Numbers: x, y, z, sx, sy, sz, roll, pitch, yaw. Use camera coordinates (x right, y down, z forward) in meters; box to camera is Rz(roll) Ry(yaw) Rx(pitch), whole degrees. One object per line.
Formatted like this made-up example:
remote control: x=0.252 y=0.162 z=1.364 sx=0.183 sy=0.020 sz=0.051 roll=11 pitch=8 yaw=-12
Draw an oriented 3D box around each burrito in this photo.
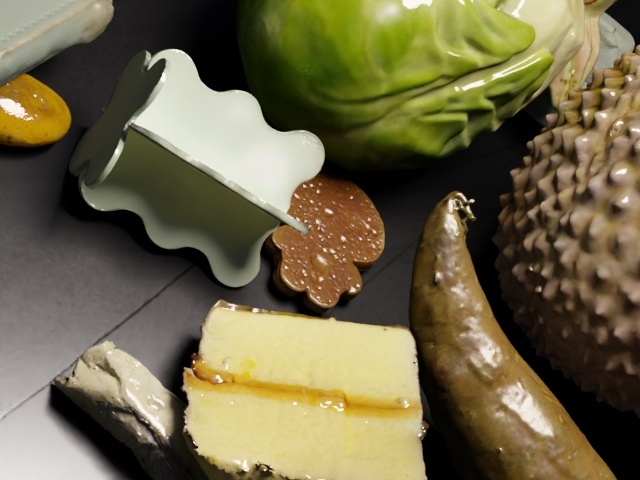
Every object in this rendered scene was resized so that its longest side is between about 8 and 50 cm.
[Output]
burrito: x=-0.125 y=0.177 z=1.495 sx=0.229 sy=0.058 sz=0.063 roll=42 pitch=38 yaw=2

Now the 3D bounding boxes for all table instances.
table: x=-0.108 y=-0.066 z=1.636 sx=0.198 sy=0.166 sz=0.167 roll=32 pitch=44 yaw=-22

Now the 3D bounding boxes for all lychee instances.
lychee: x=0.367 y=-0.017 z=1.756 sx=0.380 sy=0.432 sz=0.380 roll=6 pitch=31 yaw=-4

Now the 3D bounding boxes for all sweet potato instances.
sweet potato: x=0.173 y=0.165 z=1.618 sx=0.130 sy=0.130 sz=0.423 roll=-30 pitch=94 yaw=-45

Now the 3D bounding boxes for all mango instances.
mango: x=-0.281 y=-0.122 z=1.622 sx=0.114 sy=0.057 sz=0.079 roll=12 pitch=46 yaw=-38

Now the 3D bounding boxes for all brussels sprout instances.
brussels sprout: x=0.094 y=-0.225 z=1.779 sx=0.354 sy=0.289 sz=0.281 roll=-15 pitch=50 yaw=6

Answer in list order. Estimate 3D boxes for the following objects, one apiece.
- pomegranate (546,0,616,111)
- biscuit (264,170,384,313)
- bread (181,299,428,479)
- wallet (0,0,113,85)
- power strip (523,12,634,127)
pomegranate: x=0.238 y=-0.289 z=1.935 sx=0.204 sy=0.222 sz=0.277 roll=22 pitch=76 yaw=-26
biscuit: x=0.000 y=0.000 z=1.743 sx=0.124 sy=0.026 sz=0.175 roll=32 pitch=44 yaw=-8
bread: x=-0.017 y=0.132 z=1.502 sx=0.178 sy=0.135 sz=0.240 roll=39 pitch=27 yaw=-23
wallet: x=-0.392 y=-0.268 z=1.620 sx=0.360 sy=0.083 sz=0.252 roll=39 pitch=45 yaw=11
power strip: x=0.310 y=-0.196 z=2.089 sx=0.265 sy=0.059 sz=0.194 roll=39 pitch=48 yaw=-3
